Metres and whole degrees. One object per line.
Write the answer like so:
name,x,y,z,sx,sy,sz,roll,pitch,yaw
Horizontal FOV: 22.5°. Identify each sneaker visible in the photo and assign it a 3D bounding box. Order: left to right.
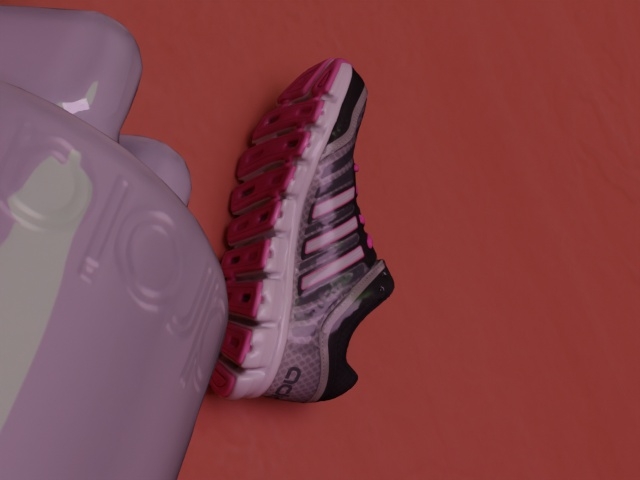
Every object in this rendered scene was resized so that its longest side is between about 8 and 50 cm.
sneaker,0.000,0.000,0.752,0.074,0.063,0.170,21,72,-28

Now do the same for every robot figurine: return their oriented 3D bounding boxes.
robot figurine,-0.153,0.080,0.526,0.300,0.199,0.353,66,34,-51
